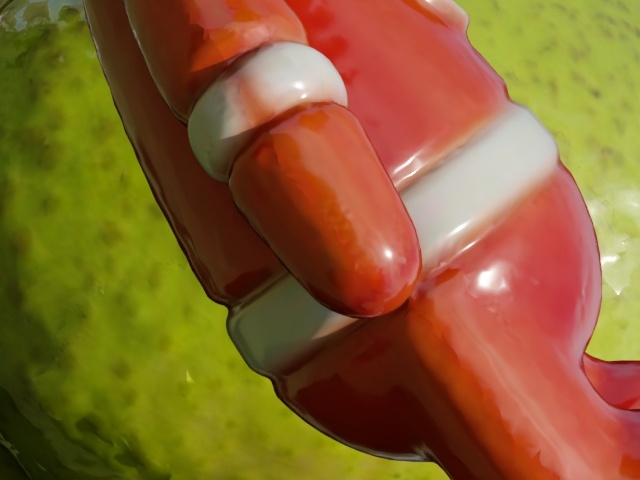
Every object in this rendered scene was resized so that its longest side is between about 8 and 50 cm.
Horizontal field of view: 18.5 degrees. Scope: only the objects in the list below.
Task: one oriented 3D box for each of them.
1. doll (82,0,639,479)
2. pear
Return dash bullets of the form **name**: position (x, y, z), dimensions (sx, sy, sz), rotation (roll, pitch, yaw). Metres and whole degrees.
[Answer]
- **doll**: position (-0.027, -0.074, 0.435), dimensions (0.336, 0.105, 0.200), rotation (54, 7, 0)
- **pear**: position (0.000, 0.000, 0.829), dimensions (0.391, 0.391, 0.391), rotation (46, -17, 19)
